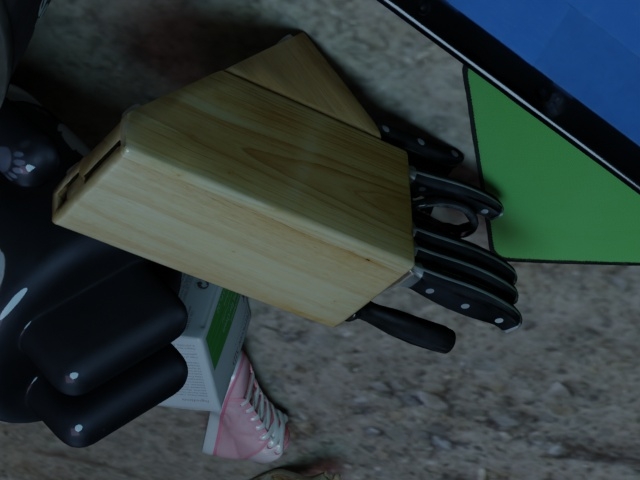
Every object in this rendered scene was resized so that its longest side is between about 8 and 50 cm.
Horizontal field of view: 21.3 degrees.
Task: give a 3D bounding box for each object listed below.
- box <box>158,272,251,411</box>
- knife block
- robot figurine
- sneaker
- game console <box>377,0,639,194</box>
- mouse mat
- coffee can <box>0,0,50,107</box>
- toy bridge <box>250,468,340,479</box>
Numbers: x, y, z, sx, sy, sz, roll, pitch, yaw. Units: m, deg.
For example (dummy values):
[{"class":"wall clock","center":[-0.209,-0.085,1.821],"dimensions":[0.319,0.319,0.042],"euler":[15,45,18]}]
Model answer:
[{"class":"box","center":[-0.116,0.061,1.268],"dimensions":[0.102,0.101,0.087],"euler":[5,137,13]},{"class":"knife block","center":[0.000,0.000,1.072],"dimensions":[0.242,0.275,0.088],"euler":[53,129,4]},{"class":"robot figurine","center":[-0.202,0.007,1.133],"dimensions":[0.278,0.173,0.209],"euler":[43,110,29]},{"class":"sneaker","center":[-0.054,0.135,1.367],"dimensions":[0.070,0.051,0.134],"euler":[14,141,0]},{"class":"game console","center":[0.201,-0.177,0.840],"dimensions":[0.293,0.173,0.250],"euler":[35,136,-9]},{"class":"mouse mat","center":[0.178,-0.050,1.129],"dimensions":[0.152,0.007,0.190],"euler":[2,137,16]},{"class":"coffee can","center":[-0.215,-0.202,0.893],"dimensions":[0.201,0.275,0.201],"euler":[9,138,8]},{"class":"toy bridge","center":[-0.047,0.228,1.451],"dimensions":[0.026,0.063,0.188],"euler":[40,134,-24]}]
